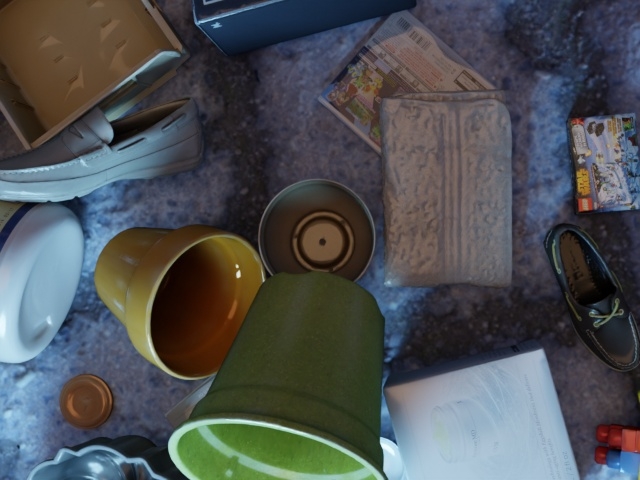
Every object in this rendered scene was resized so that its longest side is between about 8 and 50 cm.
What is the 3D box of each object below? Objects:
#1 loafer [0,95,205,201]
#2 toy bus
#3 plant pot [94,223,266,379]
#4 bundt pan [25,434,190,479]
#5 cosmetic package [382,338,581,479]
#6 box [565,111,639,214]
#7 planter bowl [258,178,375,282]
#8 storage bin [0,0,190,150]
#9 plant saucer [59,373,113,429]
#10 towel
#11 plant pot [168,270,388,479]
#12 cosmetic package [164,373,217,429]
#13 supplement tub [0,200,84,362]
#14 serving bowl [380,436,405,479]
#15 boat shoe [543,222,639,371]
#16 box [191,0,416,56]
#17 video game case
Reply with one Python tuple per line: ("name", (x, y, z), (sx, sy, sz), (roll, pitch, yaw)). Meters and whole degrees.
("loafer", (-0.316, -0.132, 1.341), (0.319, 0.112, 0.112), (-17, 122, -27))
("toy bus", (0.480, 0.258, 1.290), (0.211, 0.149, 0.220), (7, 88, 23))
("plant pot", (-0.211, 0.065, 1.335), (0.187, 0.205, 0.205), (19, 92, 41))
("bundt pan", (-0.262, 0.421, 1.351), (0.330, 0.124, 0.331), (4, 101, 20))
("cosmetic package", (0.221, 0.274, 1.313), (0.224, 0.138, 0.224), (-16, 87, 8))
("box", (0.400, -0.107, 1.352), (0.093, 0.027, 0.137), (-4, 88, 6))
("planter bowl", (0.000, 0.000, 1.359), (0.162, 0.109, 0.162), (0, 85, 6))
("storage bin", (-0.371, -0.303, 1.406), (0.260, 0.123, 0.262), (-35, 84, 6))
("plant saucer", (-0.355, 0.244, 1.448), (0.083, 0.013, 0.084), (0, 89, 8))
("towel", (0.176, -0.072, 1.354), (0.187, 0.049, 0.282), (0, 95, 2))
("plant pot", (-0.025, 0.187, 1.234), (0.275, 0.276, 0.254), (10, 54, 7))
("cosmetic package", (-0.097, 0.303, 1.371), (0.127, 0.107, 0.238), (-40, 82, 1))
("supplement tub", (-0.530, 0.021, 1.363), (0.324, 0.235, 0.236), (17, 91, 7))
("serving bowl", (0.082, 0.322, 1.383), (0.083, 0.027, 0.083), (0, 89, 8))
("boat shoe", (0.378, 0.081, 1.330), (0.081, 0.068, 0.228), (-28, 85, 6))
("box", (-0.043, -0.447, 1.333), (0.296, 0.183, 0.294), (-13, 83, 8))
("video game case", (0.129, -0.208, 1.392), (0.201, 0.023, 0.183), (42, 94, 5))
